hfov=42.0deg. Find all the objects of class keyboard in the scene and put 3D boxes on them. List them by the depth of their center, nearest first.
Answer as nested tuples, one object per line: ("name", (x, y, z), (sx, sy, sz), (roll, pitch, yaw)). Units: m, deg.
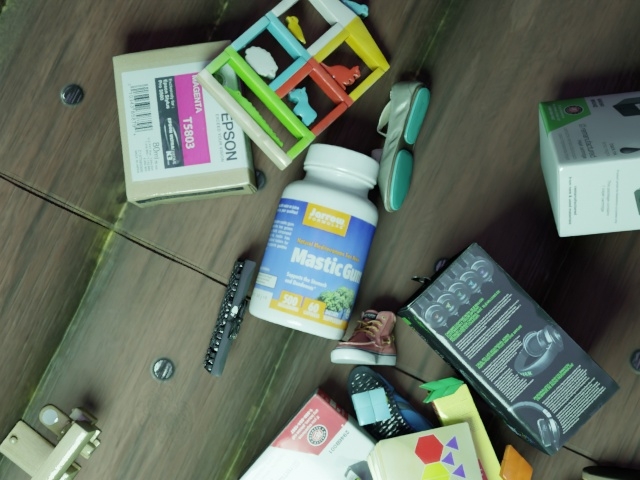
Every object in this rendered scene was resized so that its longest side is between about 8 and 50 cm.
("keyboard", (-0.139, 0.115, 1.268), (0.023, 0.108, 0.180), (18, 86, -21))

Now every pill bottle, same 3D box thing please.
("pill bottle", (0.000, 0.000, 1.250), (0.152, 0.152, 0.272), (16, 86, 3))

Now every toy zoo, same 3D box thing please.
("toy zoo", (-0.023, -0.274, 1.292), (0.192, 0.030, 0.293), (47, 71, -6))

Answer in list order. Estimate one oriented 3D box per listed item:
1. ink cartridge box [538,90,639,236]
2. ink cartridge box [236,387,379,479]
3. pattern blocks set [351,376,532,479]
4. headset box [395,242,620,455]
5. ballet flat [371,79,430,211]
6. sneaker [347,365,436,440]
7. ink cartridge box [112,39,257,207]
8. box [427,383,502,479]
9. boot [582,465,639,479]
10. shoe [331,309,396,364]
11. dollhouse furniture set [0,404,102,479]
("ink cartridge box", (0.472, -0.121, 1.188), (0.289, 0.211, 0.121), (-6, 123, 9))
("ink cartridge box", (0.032, 0.384, 1.232), (0.273, 0.114, 0.197), (41, 86, 4))
("pattern blocks set", (0.160, 0.357, 1.163), (0.285, 0.026, 0.325), (-2, 75, -8))
("headset box", (0.242, 0.141, 1.181), (0.131, 0.246, 0.283), (-44, 85, -3))
("ballet flat", (0.116, -0.149, 1.312), (0.068, 0.072, 0.213), (12, 84, 31))
("sneaker", (0.122, 0.278, 1.271), (0.069, 0.082, 0.209), (-48, 66, 11))
("ink cartridge box", (-0.212, -0.181, 1.308), (0.193, 0.088, 0.235), (-8, 83, 2))
("box", (0.231, 0.328, 1.245), (0.058, 0.087, 0.232), (-21, 85, 0))
("boot", (0.526, 0.409, 1.221), (0.305, 0.112, 0.115), (15, 93, 1))
("shoe", (0.066, 0.142, 1.229), (0.063, 0.178, 0.081), (-2, 80, 25))
("dollhouse furniture set", (-0.415, 0.298, 1.238), (0.123, 0.151, 0.144), (37, 85, 5))
